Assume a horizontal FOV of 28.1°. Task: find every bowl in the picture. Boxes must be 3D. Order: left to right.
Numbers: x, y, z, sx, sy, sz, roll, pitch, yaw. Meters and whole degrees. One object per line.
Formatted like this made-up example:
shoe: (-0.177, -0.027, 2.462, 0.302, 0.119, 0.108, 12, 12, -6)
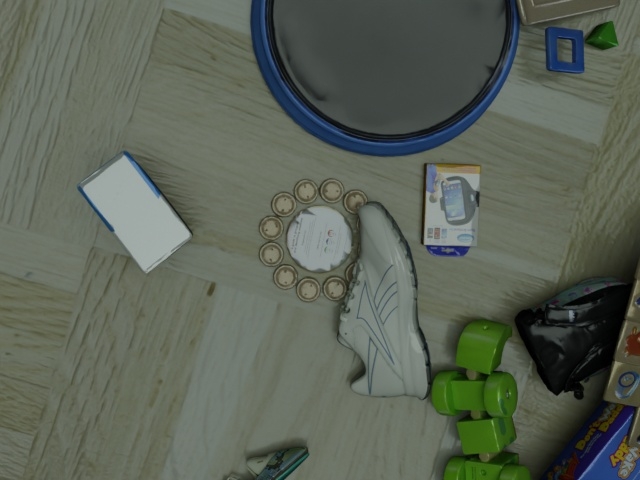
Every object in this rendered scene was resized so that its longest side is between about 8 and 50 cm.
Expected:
bowl: (0.096, -0.314, 1.822, 0.391, 0.077, 0.391, 0, 93, -4)

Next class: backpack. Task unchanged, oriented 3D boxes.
backpack: (0.384, 0.122, 1.843, 0.182, 0.115, 0.152, -28, 106, -3)

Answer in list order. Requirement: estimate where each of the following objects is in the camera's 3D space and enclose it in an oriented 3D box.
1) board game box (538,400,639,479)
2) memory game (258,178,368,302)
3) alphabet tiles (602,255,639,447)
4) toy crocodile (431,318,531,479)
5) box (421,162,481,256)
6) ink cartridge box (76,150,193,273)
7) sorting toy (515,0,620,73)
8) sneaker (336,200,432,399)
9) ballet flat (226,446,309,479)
board game box: (0.499, 0.307, 1.839, 0.233, 0.078, 0.347, 42, 85, -19)
memory game: (0.000, 0.000, 1.862, 0.186, 0.012, 0.186, 0, 93, -4)
alphabet tiles: (0.542, 0.136, 1.777, 0.285, 0.011, 0.343, 12, 96, -18)
toy crocodile: (0.243, 0.285, 1.853, 0.115, 0.105, 0.341, -4, 96, 35)
box: (0.190, -0.044, 1.865, 0.081, 0.028, 0.136, 1, 91, -4)
ink cartridge box: (-0.249, -0.038, 1.749, 0.086, 0.203, 0.148, -38, 95, -3)
sorting toy: (0.332, -0.408, 1.830, 0.196, 0.047, 0.348, -16, 94, -29)
sneaker: (0.080, 0.093, 1.820, 0.129, 0.111, 0.297, -8, 98, 4)
ballet flat: (-0.099, 0.353, 1.849, 0.070, 0.070, 0.188, 44, 86, -5)
